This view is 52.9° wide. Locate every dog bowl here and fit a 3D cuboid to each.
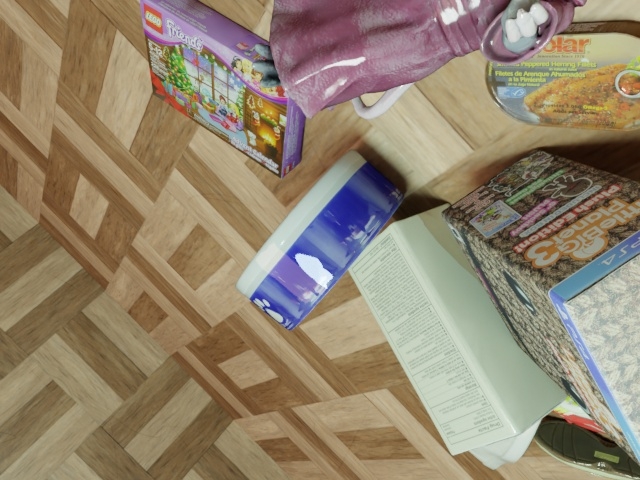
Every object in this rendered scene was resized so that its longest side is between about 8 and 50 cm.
[{"bbox_3d":[0.000,0.000,0.939,0.104,0.265,0.265,40,149,1],"label":"dog bowl"}]

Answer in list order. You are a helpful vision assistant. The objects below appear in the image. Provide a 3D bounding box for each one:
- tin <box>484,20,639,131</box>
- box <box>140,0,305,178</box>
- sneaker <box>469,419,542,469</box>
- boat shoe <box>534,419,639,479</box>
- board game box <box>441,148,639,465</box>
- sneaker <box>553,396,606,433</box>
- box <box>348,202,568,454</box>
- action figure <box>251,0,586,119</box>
[{"bbox_3d":[0.261,-0.168,0.655,0.189,0.040,0.106,14,142,40],"label":"tin"},{"bbox_3d":[-0.153,-0.249,1.016,0.293,0.057,0.201,34,147,16],"label":"box"},{"bbox_3d":[0.302,0.321,1.130,0.123,0.106,0.290,33,149,13],"label":"sneaker"},{"bbox_3d":[0.445,0.356,1.052,0.190,0.068,0.072,17,152,37],"label":"boat shoe"},{"bbox_3d":[0.283,0.058,0.669,0.232,0.141,0.291,56,-178,-19],"label":"board game box"},{"bbox_3d":[0.355,0.226,0.964,0.279,0.107,0.118,24,154,35],"label":"sneaker"},{"bbox_3d":[0.182,0.122,0.900,0.311,0.121,0.148,62,144,12],"label":"box"},{"bbox_3d":[0.131,-0.212,0.605,0.370,0.248,0.275,-11,158,27],"label":"action figure"}]
